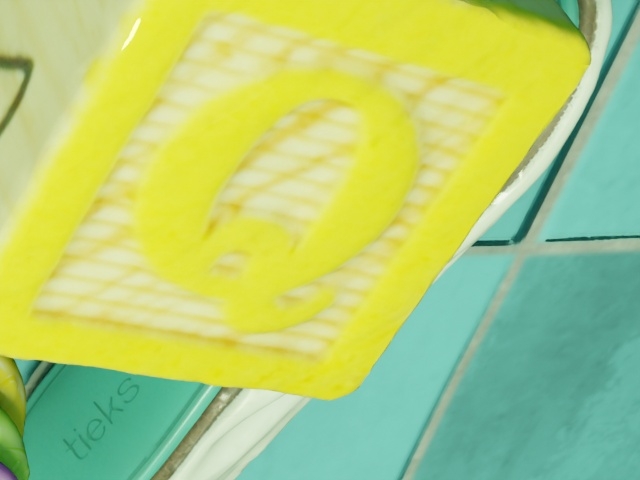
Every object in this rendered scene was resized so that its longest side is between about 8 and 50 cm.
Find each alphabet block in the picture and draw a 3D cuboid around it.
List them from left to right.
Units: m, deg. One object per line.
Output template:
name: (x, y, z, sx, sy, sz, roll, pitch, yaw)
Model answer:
alphabet block: (-0.050, -0.078, 0.767, 0.193, 0.197, 0.192, 10, 124, -37)

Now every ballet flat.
ballet flat: (0.000, 0.000, 0.950, 0.139, 0.139, 0.400, 19, 123, -42)

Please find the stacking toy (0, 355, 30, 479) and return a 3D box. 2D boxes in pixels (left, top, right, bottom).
stacking toy: (-0.171, 0.098, 0.788, 0.166, 0.302, 0.175, -26, 140, -7)
